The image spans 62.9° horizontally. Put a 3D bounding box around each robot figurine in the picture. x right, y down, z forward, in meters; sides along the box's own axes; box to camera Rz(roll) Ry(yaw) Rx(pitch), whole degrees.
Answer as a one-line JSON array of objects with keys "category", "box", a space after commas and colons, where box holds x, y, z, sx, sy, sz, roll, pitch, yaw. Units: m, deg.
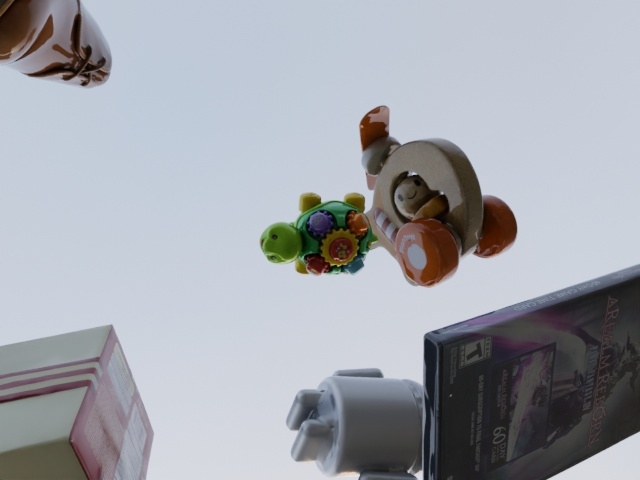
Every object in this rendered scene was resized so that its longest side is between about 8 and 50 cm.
[{"category": "robot figurine", "box": [0.111, 0.391, 1.105, 0.354, 0.299, 0.199, 7, -51, -17]}]

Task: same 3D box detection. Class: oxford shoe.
[{"category": "oxford shoe", "box": [-0.183, -0.142, 0.368, 0.076, 0.212, 0.076, -43, -67, 6]}]

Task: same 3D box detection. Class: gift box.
[{"category": "gift box", "box": [-0.383, 0.277, 0.688, 0.258, 0.276, 0.255, -11, -69, -5]}]

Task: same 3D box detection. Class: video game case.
[{"category": "video game case", "box": [0.213, 0.138, 0.484, 0.274, 0.026, 0.196, -12, -68, -22]}]

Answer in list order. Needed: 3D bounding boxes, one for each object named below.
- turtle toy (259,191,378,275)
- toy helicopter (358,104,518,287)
[{"category": "turtle toy", "box": [0.000, 0.000, 0.551, 0.130, 0.066, 0.095, -1, -71, -13]}, {"category": "toy helicopter", "box": [0.090, -0.041, 0.761, 0.140, 0.355, 0.234, -21, -95, -29]}]
